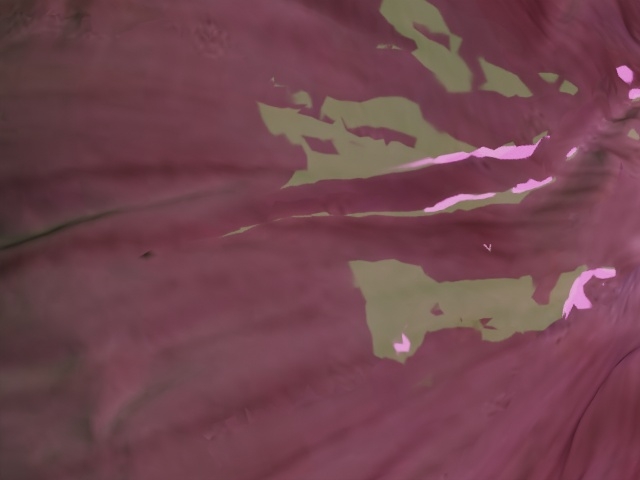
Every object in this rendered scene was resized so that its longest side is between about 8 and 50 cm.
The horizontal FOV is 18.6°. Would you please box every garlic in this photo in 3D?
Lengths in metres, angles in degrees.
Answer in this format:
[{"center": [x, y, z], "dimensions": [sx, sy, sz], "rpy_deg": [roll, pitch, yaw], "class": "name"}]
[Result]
[{"center": [0.000, 0.000, 0.595], "dimensions": [0.317, 0.259, 0.317], "rpy_deg": [4, 85, -47], "class": "garlic"}]
